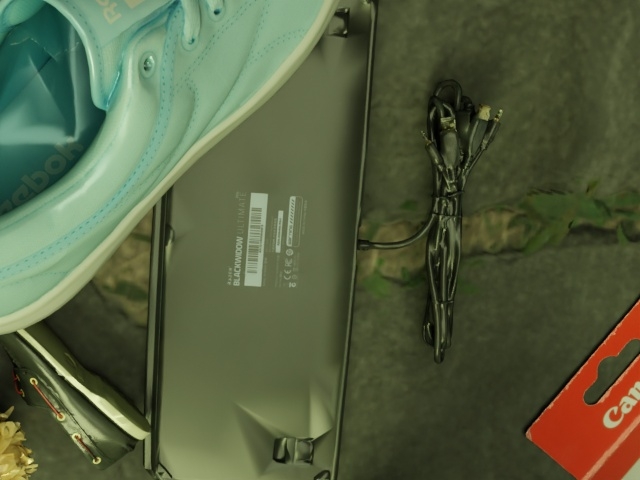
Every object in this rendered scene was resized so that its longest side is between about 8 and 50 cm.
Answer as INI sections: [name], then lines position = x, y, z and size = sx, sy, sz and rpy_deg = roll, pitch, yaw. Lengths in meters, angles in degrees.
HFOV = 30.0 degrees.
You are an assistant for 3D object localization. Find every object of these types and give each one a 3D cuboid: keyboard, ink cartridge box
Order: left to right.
[keyboard]
position = 0.000, 0.000, 0.719
size = 0.202, 0.033, 0.317
rpy_deg = 4, 101, -6
[ink cartridge box]
position = 0.248, 0.133, 0.791
size = 0.179, 0.045, 0.145
rpy_deg = 41, 90, -19

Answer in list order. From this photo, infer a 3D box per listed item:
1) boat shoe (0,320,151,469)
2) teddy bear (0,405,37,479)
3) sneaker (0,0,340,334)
[boat shoe]
position = -0.158, 0.079, 0.690
size = 0.042, 0.049, 0.133
rpy_deg = -42, 104, 3
[teddy bear]
position = -0.319, 0.079, 0.626
size = 0.245, 0.113, 0.338
rpy_deg = -31, 105, -2
[sneaker]
position = -0.083, -0.109, 0.585
size = 0.135, 0.150, 0.366
rpy_deg = 32, 79, 1
